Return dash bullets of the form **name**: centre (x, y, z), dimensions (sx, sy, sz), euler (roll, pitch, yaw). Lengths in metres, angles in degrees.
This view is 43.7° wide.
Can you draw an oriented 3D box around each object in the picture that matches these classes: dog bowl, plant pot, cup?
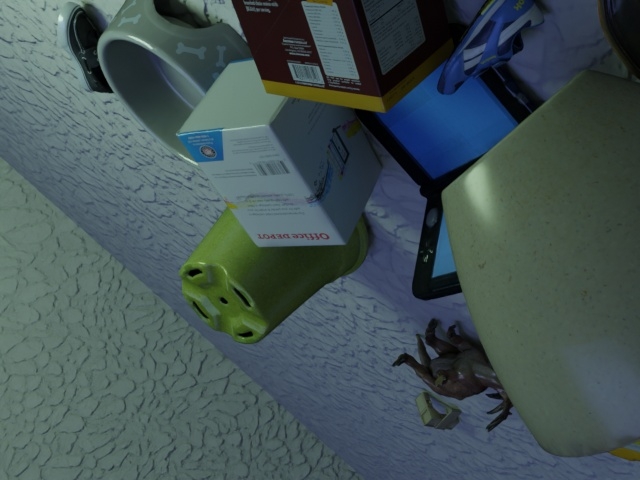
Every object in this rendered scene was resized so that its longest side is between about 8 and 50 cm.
- **dog bowl**: centre (-0.223, -0.249, 1.326), dimensions (0.349, 0.102, 0.348), euler (33, 156, 17)
- **plant pot**: centre (-0.097, 0.031, 1.380), dimensions (0.276, 0.254, 0.276), euler (24, 140, 22)
- **cup**: centre (0.247, -0.008, 0.712), dimensions (0.237, 0.331, 0.331), euler (49, 158, 3)

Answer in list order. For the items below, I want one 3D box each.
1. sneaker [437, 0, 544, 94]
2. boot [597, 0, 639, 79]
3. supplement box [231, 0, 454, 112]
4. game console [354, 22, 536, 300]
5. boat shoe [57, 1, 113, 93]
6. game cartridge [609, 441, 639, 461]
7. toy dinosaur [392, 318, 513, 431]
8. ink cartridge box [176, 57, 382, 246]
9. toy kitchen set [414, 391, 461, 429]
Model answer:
- **sneaker**: centre (0.171, -0.197, 0.825), dimensions (0.059, 0.053, 0.144), euler (32, 137, -5)
- **boot**: centre (0.280, -0.211, 0.633), dimensions (0.106, 0.082, 0.219), euler (9, 141, 56)
- **supplement box**: centre (0.013, -0.263, 0.856), dimensions (0.191, 0.129, 0.194), euler (18, 141, 42)
- **game console**: centre (0.145, -0.078, 0.993), dimensions (0.173, 0.250, 0.293), euler (17, 163, -17)
- **boat shoe**: centre (-0.426, -0.351, 1.495), dimensions (0.076, 0.080, 0.228), euler (18, 151, 7)
- **game cartridge**: centre (0.418, 0.228, 1.204), dimensions (0.285, 0.053, 0.324), euler (48, 164, -6)
- **toy dinosaur**: centre (0.267, 0.260, 1.499), dimensions (0.200, 0.127, 0.296), euler (41, 164, -21)
- **ink cartridge box**: centre (-0.049, -0.126, 1.152), dimensions (0.171, 0.168, 0.232), euler (0, 137, 35)
- **toy kitchen set**: centre (0.278, 0.383, 1.835), dimensions (0.083, 0.075, 0.068), euler (15, 128, -29)
